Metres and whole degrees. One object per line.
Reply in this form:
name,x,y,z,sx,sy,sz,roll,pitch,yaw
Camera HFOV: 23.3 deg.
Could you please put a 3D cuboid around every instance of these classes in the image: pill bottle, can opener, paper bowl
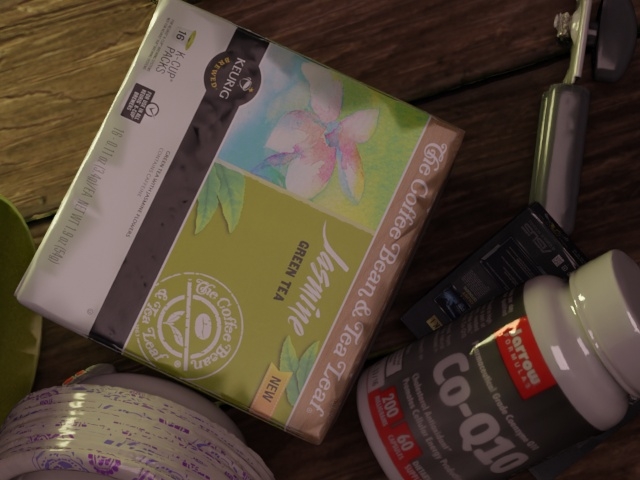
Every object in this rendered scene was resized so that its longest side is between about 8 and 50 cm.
pill bottle,0.190,0.132,1.479,0.283,0.161,0.161,-31,84,22
can opener,0.272,-0.136,1.632,0.093,0.074,0.280,12,84,1
paper bowl,-0.180,0.238,1.505,0.284,0.284,0.148,17,50,2

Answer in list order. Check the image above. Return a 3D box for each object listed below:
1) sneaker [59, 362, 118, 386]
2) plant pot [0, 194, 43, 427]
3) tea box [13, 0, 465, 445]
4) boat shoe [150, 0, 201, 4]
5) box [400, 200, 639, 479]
sneaker,-0.260,0.196,1.616,0.158,0.061,0.065,-45,112,-3
plant pot,-0.468,0.078,1.534,0.293,0.275,0.275,4,84,16
tea box,-0.072,-0.012,1.533,0.323,0.220,0.329,24,85,3
boat shoe,-0.047,-0.375,1.630,0.355,0.132,0.130,-26,85,-4
box,0.224,0.105,1.583,0.183,0.059,0.233,-43,84,19
